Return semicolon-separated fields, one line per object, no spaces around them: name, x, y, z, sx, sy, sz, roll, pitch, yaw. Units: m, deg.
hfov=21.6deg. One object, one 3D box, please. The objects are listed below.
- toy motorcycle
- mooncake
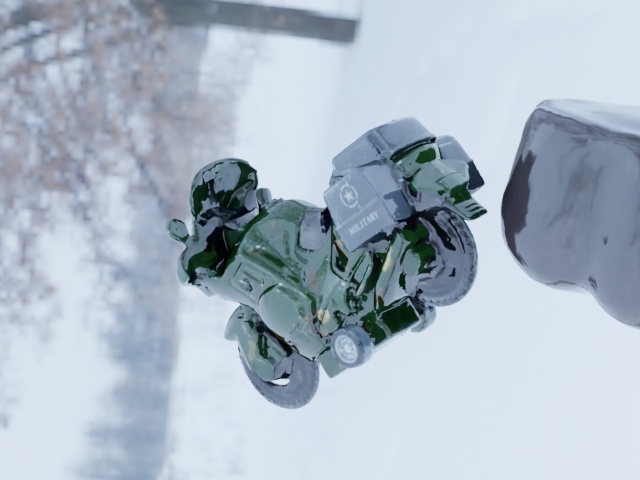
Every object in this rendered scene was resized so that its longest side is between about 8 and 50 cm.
toy motorcycle;0.000;0.000;1.180;0.275;0.125;0.187;-36;82;44
mooncake;0.239;-0.018;1.092;0.245;0.245;0.133;-100;25;-74
